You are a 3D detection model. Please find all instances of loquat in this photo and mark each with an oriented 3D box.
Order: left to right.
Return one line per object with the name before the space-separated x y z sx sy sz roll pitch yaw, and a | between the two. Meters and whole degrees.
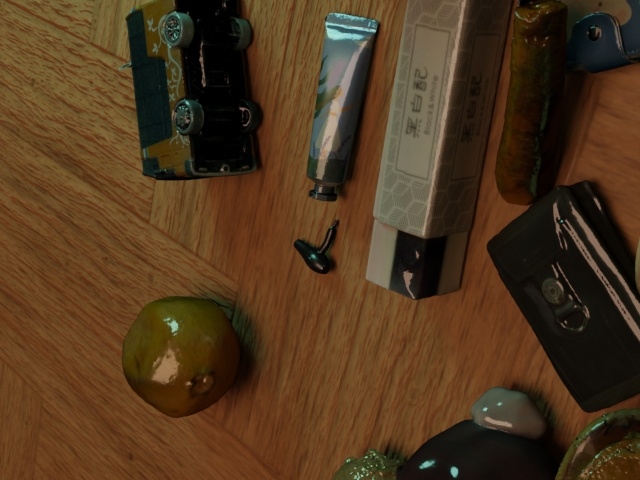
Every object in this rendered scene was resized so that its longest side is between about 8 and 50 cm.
loquat | -0.220 0.178 1.643 0.187 0.176 0.234 -50 30 -8

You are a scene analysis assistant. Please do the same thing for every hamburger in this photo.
hamburger | 0.335 0.279 1.115 0.113 0.177 0.185 -102 6 -73

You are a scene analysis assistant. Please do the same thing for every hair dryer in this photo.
hair dryer | 0.000 0.000 1.501 0.079 0.031 0.083 44 112 42

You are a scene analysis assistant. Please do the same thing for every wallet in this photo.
wallet | 0.299 0.069 1.195 0.168 0.052 0.245 -41 71 45
wallet | 0.308 -0.254 1.120 0.202 0.059 0.141 -3 94 46

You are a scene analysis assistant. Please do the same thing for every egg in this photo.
egg | 0.074 0.353 1.425 0.140 0.118 0.116 14 150 34

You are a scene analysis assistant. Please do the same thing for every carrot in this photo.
carrot | 0.233 -0.151 1.151 0.070 0.070 0.260 36 145 36

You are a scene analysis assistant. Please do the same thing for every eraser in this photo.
eraser | 0.143 -0.133 1.276 0.096 0.098 0.403 22 112 41

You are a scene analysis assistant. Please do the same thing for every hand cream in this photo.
hand cream | 0.024 -0.182 1.430 0.088 0.055 0.255 19 103 37

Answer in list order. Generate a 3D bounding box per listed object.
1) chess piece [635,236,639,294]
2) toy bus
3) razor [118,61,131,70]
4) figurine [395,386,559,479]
chess piece | 0.462 0.026 0.950 0.300 0.167 0.167 19 110 36
toy bus | -0.197 -0.227 1.575 0.167 0.139 0.275 -6 91 47
razor | -0.289 -0.239 1.741 0.068 0.040 0.135 -15 93 46
figurine | 0.207 0.386 1.282 0.218 0.206 0.364 -123 19 -51
